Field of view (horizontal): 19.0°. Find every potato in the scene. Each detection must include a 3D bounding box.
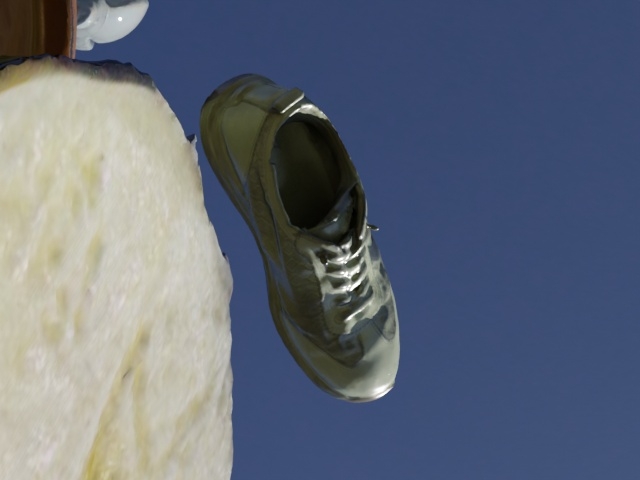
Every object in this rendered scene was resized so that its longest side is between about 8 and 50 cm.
[{"bbox_3d":[-0.223,0.051,0.773,0.296,0.397,0.289,8,-110,17],"label":"potato"}]

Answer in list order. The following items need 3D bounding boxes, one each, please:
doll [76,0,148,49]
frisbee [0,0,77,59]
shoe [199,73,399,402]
[{"bbox_3d":[-0.204,-0.215,1.456,0.195,0.153,0.258,100,-15,-45],"label":"doll"},{"bbox_3d":[-0.203,-0.144,0.990,0.251,0.021,0.250,21,-62,46],"label":"frisbee"},{"bbox_3d":[0.000,0.000,1.472,0.098,0.103,0.274,3,-57,61],"label":"shoe"}]
